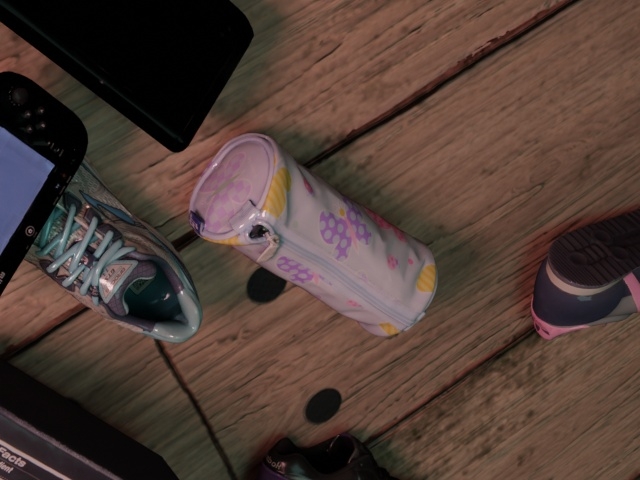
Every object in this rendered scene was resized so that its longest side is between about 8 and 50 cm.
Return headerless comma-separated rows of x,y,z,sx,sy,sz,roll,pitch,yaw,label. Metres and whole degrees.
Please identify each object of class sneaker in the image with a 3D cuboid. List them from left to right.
-0.200,-0.001,1.069,0.110,0.122,0.283,-51,131,2,sneaker
0.050,0.290,1.424,0.283,0.107,0.124,8,105,-37,sneaker
0.390,0.039,1.514,0.319,0.112,0.131,-10,138,-26,sneaker

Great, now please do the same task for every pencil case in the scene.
0.000,0.000,1.203,0.273,0.124,0.113,32,96,-42,pencil case

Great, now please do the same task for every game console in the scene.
-0.214,-0.091,0.979,0.213,0.044,0.361,37,75,-31,game console

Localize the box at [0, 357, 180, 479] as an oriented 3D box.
-0.303,0.283,1.100,0.296,0.183,0.294,40,88,-33,box
